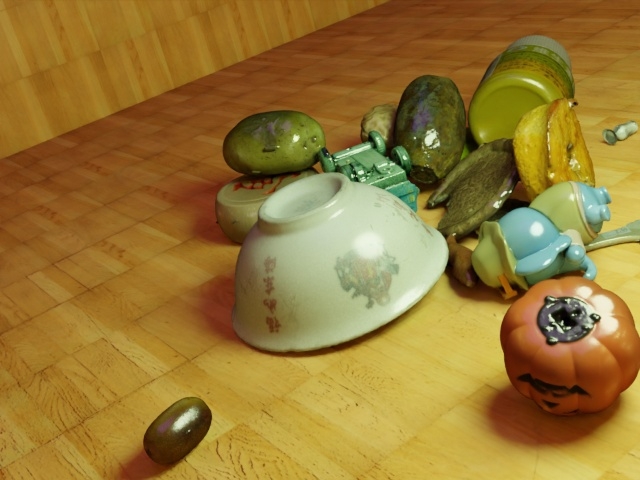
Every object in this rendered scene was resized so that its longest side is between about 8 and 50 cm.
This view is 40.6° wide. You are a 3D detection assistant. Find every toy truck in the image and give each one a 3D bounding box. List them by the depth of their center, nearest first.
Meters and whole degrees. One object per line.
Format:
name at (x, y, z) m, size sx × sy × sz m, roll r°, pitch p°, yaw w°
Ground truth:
toy truck at (0.106, -0.134, 1.923) m, size 0.155 × 0.156 × 0.279 m, roll -20°, pitch 24°, yaw -10°

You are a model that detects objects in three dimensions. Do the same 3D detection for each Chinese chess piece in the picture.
Chinese chess piece at (-0.116, -0.090, 2.026) m, size 0.273 × 0.102 × 0.273 m, roll -13°, pitch 24°, yaw 6°

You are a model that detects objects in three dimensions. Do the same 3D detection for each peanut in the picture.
peanut at (0.169, -0.268, 2.162) m, size 0.147 × 0.147 × 0.305 m, roll -13°, pitch 15°, yaw 6°

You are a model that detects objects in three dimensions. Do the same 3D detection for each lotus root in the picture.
lotus root at (0.249, -0.258, 1.969) m, size 0.160 × 0.152 × 0.274 m, roll -1°, pitch 59°, yaw 16°

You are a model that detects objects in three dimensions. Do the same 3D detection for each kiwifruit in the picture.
kiwifruit at (-0.215, 0.287, 1.312) m, size 0.075 × 0.075 × 0.124 m, roll 6°, pitch 28°, yaw 39°

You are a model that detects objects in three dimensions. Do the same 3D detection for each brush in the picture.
brush at (0.522, -0.005, 1.564) m, size 0.337 × 0.020 × 0.085 m, roll -14°, pitch 24°, yaw 3°

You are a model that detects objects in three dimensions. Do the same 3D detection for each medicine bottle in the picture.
medicine bottle at (0.493, -0.351, 2.078) m, size 0.224 × 0.224 × 0.384 m, roll -5°, pitch 26°, yaw 23°

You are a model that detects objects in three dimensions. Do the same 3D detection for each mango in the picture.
mango at (0.304, -0.226, 2.084) m, size 0.163 × 0.089 × 0.117 m, roll -13°, pitch 28°, yaw 6°

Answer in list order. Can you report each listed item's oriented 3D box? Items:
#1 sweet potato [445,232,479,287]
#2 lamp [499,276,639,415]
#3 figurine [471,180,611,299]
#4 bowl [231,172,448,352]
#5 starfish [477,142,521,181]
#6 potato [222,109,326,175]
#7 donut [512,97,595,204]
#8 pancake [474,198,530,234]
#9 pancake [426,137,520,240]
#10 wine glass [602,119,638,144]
sweet potato at (0.260, 0.040, 1.590) m, size 0.058 × 0.055 × 0.202 m, roll 25°, pitch 15°, yaw -15°
lamp at (0.341, 0.149, 1.183) m, size 0.188 × 0.164 × 0.187 m, roll -9°, pitch 49°, yaw 11°
figurine at (0.385, -0.002, 1.480) m, size 0.262 × 0.154 × 0.180 m, roll -25°, pitch 48°, yaw 11°
bowl at (0.000, 0.000, 1.606) m, size 0.435 × 0.196 × 0.435 m, roll -19°, pitch 25°, yaw 9°
starfish at (0.359, -0.127, 1.889) m, size 0.213 × 0.057 × 0.238 m, roll -4°, pitch 45°, yaw 35°
potato at (-0.112, -0.229, 2.034) m, size 0.228 × 0.148 × 0.197 m, roll 11°, pitch 47°, yaw 43°
donut at (0.458, -0.153, 1.668) m, size 0.118 × 0.253 × 0.253 m, roll -13°, pitch 23°, yaw 28°
pancake at (0.364, -0.049, 1.736) m, size 0.152 × 0.025 × 0.151 m, roll -11°, pitch 31°, yaw 7°
pancake at (0.310, -0.106, 1.780) m, size 0.286 × 0.033 × 0.288 m, roll -17°, pitch 34°, yaw 55°
wine glass at (0.683, -0.249, 1.967) m, size 0.083 × 0.039 × 0.042 m, roll -26°, pitch 38°, yaw -27°
